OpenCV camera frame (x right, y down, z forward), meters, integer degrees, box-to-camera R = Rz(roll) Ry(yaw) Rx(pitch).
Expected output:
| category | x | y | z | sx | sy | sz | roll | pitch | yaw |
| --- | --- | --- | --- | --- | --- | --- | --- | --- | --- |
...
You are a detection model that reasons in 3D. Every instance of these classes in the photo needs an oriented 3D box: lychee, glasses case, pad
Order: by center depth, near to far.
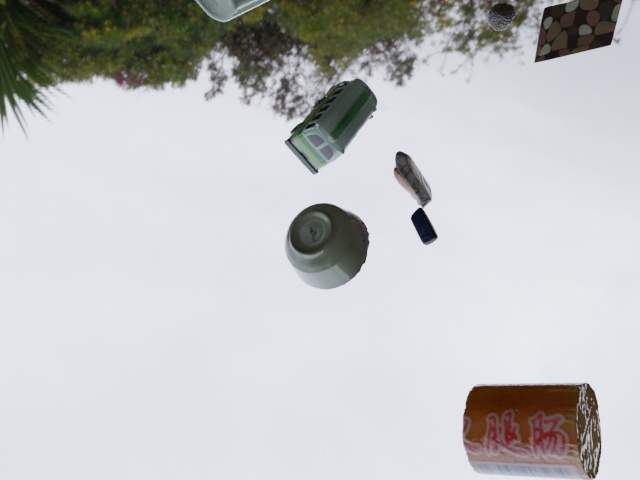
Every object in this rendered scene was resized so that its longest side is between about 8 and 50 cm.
| category | x | y | z | sx | sy | sz | roll | pitch | yaw |
| --- | --- | --- | --- | --- | --- | --- | --- | --- | --- |
| glasses case | 0.200 | -0.025 | 1.300 | 0.023 | 0.033 | 0.083 | 24 | -147 | -38 |
| lychee | 0.455 | -0.562 | 1.705 | 0.083 | 0.068 | 0.067 | -5 | -82 | -57 |
| pad | 0.673 | -0.556 | 1.769 | 0.234 | 0.158 | 0.003 | -15 | -135 | -9 |

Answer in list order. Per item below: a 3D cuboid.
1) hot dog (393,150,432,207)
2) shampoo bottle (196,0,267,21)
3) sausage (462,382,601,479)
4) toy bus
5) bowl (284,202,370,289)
| category | x | y | z | sx | sy | sz | roll | pitch | yaw |
| --- | --- | --- | --- | --- | --- | --- | --- | --- | --- |
| hot dog | 0.258 | -0.168 | 1.896 | 0.191 | 0.059 | 0.108 | 46 | -143 | -40 |
| shampoo bottle | -0.114 | -0.531 | 1.300 | 0.134 | 0.078 | 0.359 | 47 | -135 | -5 |
| sausage | 0.516 | 0.464 | 1.665 | 0.233 | 0.287 | 0.233 | 17 | -111 | -52 |
| toy bus | 0.044 | -0.327 | 1.870 | 0.134 | 0.164 | 0.276 | 46 | -125 | -17 |
| bowl | 0.000 | 0.000 | 1.600 | 0.112 | 0.211 | 0.212 | 38 | -142 | -56 |
